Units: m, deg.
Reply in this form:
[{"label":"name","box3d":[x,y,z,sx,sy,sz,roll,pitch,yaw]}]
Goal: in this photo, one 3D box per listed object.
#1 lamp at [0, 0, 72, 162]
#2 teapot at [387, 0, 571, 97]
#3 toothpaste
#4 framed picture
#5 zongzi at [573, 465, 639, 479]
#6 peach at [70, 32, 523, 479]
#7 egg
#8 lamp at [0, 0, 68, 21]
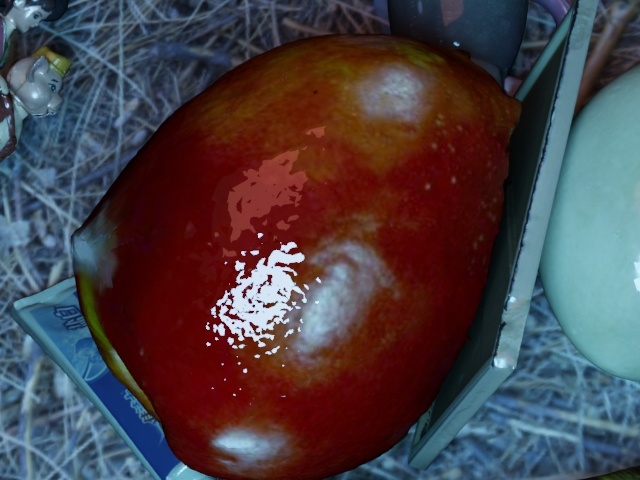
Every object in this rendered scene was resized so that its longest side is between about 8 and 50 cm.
[{"label":"lamp","box3d":[-0.292,-0.119,1.440,0.253,0.118,0.118,-40,56,-8]},{"label":"teapot","box3d":[0.121,-0.158,1.356,0.116,0.148,0.146,-21,59,49]},{"label":"toothpaste","box3d":[-0.145,0.116,1.290,0.069,0.047,0.268,-46,53,2]},{"label":"framed picture","box3d":[0.126,-0.003,1.186,0.020,0.211,0.289,19,62,-4]},{"label":"zongzi","box3d":[0.078,0.186,1.133,0.247,0.111,0.241,32,74,37]},{"label":"peach","box3d":[0.000,0.000,1.167,0.338,0.281,0.281,-38,56,-14]},{"label":"egg","box3d":[0.243,-0.018,1.164,0.186,0.186,0.253,17,64,25]},{"label":"lamp","box3d":[-0.357,-0.245,1.504,0.244,0.198,0.198,-14,54,-12]}]
